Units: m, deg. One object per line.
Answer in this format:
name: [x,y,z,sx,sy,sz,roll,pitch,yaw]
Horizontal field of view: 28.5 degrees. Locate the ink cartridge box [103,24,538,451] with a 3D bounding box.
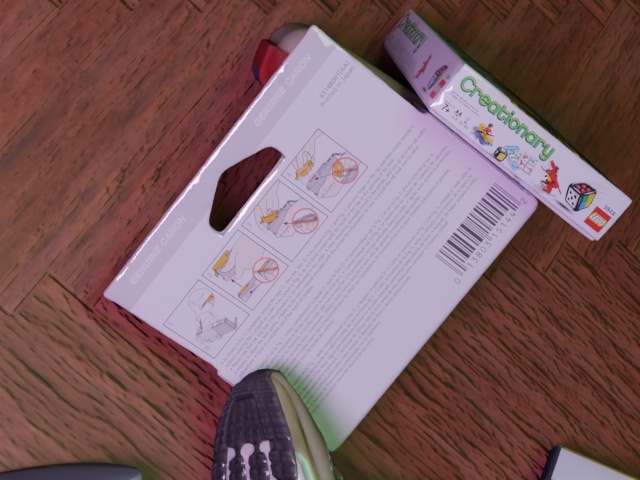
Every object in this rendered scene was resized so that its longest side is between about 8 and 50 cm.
ink cartridge box: [0.000,0.000,1.112,0.261,0.066,0.296,37,97,-16]

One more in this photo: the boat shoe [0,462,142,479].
boat shoe: [-0.277,0.278,0.937,0.367,0.136,0.156,-13,101,-50]

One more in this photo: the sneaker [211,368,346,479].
sneaker: [0.043,0.287,1.123,0.182,0.158,0.410,-29,100,-38]

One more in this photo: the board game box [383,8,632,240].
board game box: [0.163,-0.118,1.184,0.193,0.305,0.053,36,102,-16]

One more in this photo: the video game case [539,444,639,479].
video game case: [0.298,0.373,1.226,0.248,0.035,0.274,24,69,2]

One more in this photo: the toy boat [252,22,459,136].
toy boat: [0.022,-0.094,1.202,0.231,0.151,0.151,31,97,-17]
